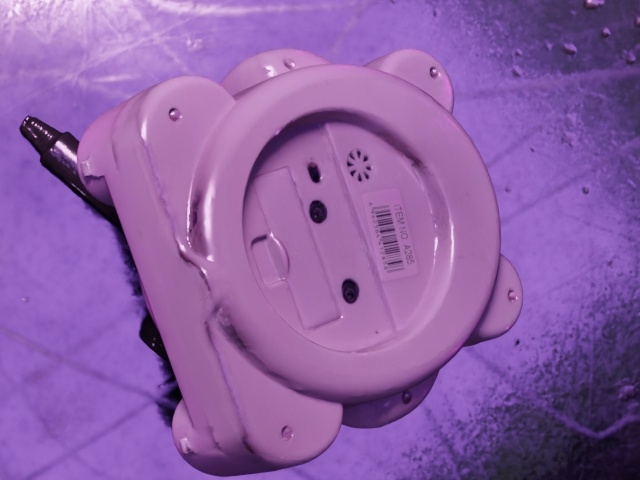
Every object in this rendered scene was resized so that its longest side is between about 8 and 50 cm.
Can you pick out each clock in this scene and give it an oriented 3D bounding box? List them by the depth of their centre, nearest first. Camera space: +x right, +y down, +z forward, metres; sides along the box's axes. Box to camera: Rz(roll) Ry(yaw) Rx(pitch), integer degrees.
[{"bbox_3d":[0.000,0.000,1.305,0.322,0.113,0.295,-20,91,-40],"label":"clock"}]

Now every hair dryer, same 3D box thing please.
[{"bbox_3d":[-0.152,-0.003,1.366,0.248,0.070,0.114,40,84,-1],"label":"hair dryer"}]
